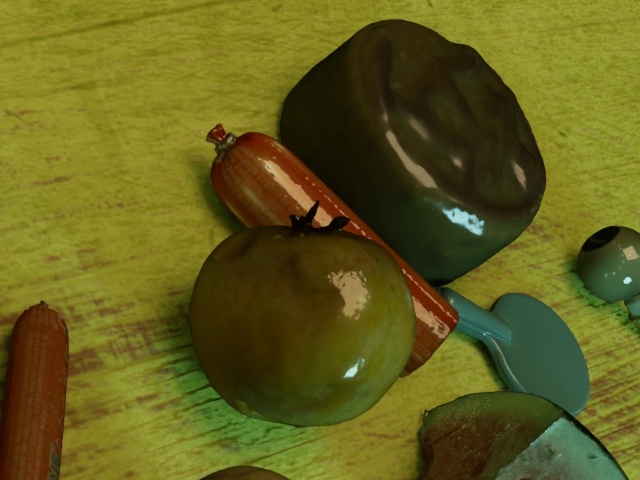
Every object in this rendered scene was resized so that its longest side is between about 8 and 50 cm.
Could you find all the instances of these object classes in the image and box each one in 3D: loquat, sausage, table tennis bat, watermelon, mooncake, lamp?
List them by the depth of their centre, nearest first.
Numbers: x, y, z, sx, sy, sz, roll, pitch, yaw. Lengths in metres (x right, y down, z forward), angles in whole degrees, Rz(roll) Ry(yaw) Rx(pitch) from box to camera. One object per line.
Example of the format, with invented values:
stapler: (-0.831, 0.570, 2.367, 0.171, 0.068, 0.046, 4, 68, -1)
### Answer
sausage: (-0.237, 0.191, 1.395, 0.053, 0.053, 0.348, 25, 46, -29)
loquat: (-0.015, 0.071, 1.589, 0.213, 0.213, 0.213, 25, 46, -28)
watermelon: (0.185, 0.267, 1.644, 0.201, 0.261, 0.213, -44, 98, -23)
sausage: (0.000, 0.000, 1.741, 0.312, 0.093, 0.093, 44, 40, -7)
mooncake: (0.107, -0.100, 1.872, 0.284, 0.155, 0.284, 27, 44, -29)
table tennis bat: (0.210, 0.111, 1.899, 0.237, 0.038, 0.149, 27, 46, -32)
lamp: (0.371, 0.062, 2.062, 0.163, 0.091, 0.091, 58, 37, -17)

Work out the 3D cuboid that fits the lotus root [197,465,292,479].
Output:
lotus root: (-0.104, 0.303, 1.344, 0.342, 0.151, 0.169, -42, 128, -52)
